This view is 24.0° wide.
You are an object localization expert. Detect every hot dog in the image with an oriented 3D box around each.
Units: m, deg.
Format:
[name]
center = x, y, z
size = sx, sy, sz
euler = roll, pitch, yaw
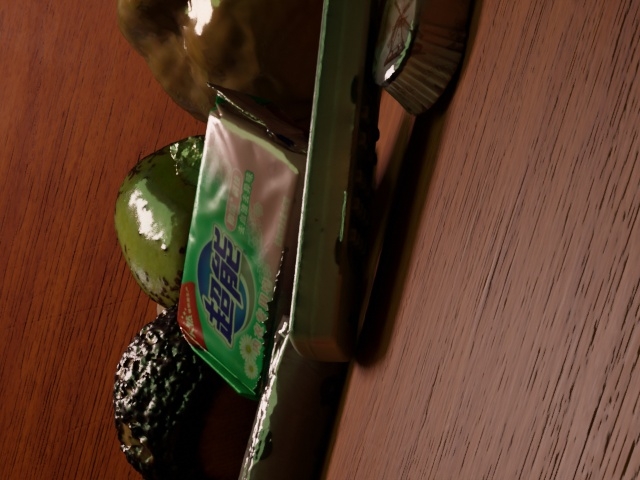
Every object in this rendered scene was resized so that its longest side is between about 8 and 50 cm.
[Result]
[hot dog]
center = 0.095, -0.222, 1.280
size = 0.131, 0.069, 0.252
euler = 137, 146, -62

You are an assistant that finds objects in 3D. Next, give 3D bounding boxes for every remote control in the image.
[remote control]
center = 0.019, -0.065, 1.327
size = 0.145, 0.050, 0.344
euler = 45, -130, -78

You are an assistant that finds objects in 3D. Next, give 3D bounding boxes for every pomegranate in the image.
[pomegranate]
center = -0.171, 0.021, 2.211
size = 0.285, 0.285, 0.340
euler = -83, 8, -53

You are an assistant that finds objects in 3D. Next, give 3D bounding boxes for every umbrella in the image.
[umbrella]
center = -0.032, 0.186, 1.405
size = 0.067, 0.073, 0.337
euler = 10, 83, 51

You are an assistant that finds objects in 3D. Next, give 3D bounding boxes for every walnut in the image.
[walnut]
center = -0.065, -0.302, 1.820
size = 0.383, 0.384, 0.383
euler = -165, 90, -84

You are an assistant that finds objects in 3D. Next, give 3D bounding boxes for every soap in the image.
[soap]
center = -0.057, 0.004, 1.514
size = 0.218, 0.098, 0.273
euler = 40, 127, 43

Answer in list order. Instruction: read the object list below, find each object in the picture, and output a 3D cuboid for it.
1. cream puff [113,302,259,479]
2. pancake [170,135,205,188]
[cream puff]
center = -0.137, 0.173, 1.705
size = 0.239, 0.165, 0.239
euler = -37, -42, -43
[pancake]
center = -0.064, -0.069, 1.736
size = 0.054, 0.197, 0.376
euler = -36, -12, 15
